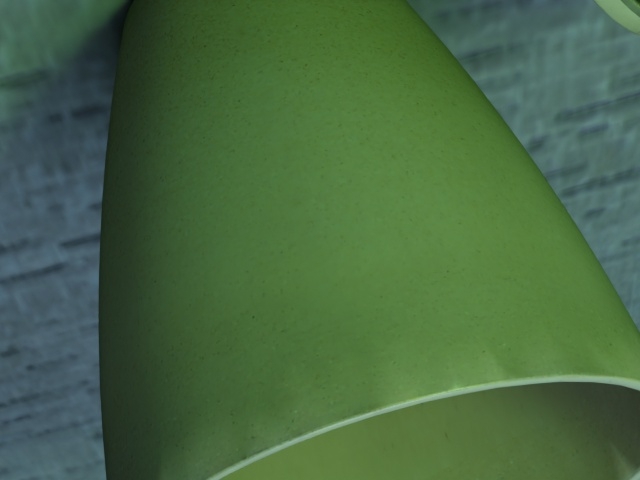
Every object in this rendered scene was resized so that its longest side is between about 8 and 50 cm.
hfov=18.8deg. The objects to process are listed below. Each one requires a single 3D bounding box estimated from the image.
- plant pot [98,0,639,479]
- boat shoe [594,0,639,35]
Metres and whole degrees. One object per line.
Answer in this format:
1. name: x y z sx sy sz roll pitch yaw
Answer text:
1. plant pot: 0.000 0.000 0.901 0.256 0.274 0.256 -14 155 -7
2. boat shoe: 0.138 -0.176 0.824 0.103 0.113 0.302 -24 153 26
